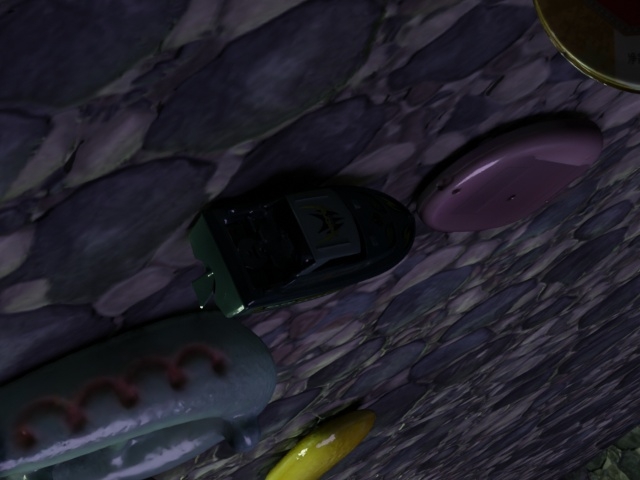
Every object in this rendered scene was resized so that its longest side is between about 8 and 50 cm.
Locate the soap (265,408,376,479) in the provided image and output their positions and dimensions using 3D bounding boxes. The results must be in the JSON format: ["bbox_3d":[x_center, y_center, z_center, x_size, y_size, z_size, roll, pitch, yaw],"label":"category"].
[{"bbox_3d":[-0.008,0.201,1.349,0.089,0.033,0.168,-14,157,-38],"label":"soap"}]

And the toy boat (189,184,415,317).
[{"bbox_3d":[0.000,0.000,0.743,0.141,0.055,0.060,-13,162,-45],"label":"toy boat"}]

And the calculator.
[{"bbox_3d":[0.120,-0.038,0.893,0.103,0.024,0.166,-42,159,32],"label":"calculator"}]

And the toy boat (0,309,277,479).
[{"bbox_3d":[-0.115,0.110,0.832,0.208,0.079,0.134,-19,157,-29],"label":"toy boat"}]

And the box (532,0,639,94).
[{"bbox_3d":[0.135,-0.109,0.576,0.105,0.105,0.037,-35,170,13],"label":"box"}]

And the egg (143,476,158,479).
[{"bbox_3d":[-0.154,0.242,0.945,0.186,0.186,0.253,-21,162,-30],"label":"egg"}]
